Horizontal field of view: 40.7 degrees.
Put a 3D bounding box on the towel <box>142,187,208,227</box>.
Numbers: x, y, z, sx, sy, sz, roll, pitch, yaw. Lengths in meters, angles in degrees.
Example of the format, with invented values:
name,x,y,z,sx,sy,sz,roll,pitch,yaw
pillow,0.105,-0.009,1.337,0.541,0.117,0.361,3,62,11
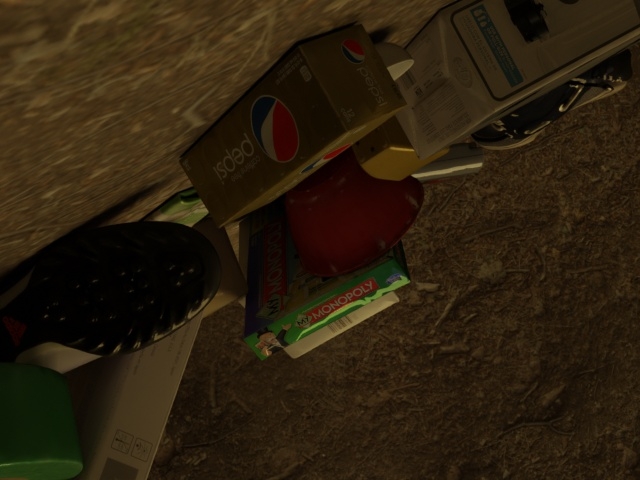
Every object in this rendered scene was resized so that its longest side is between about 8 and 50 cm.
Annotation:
name,x,y,z,sx,sy,sz,roll,pitch,yaw
towel,-0.145,-0.021,0.878,0.152,0.023,0.113,-31,179,41

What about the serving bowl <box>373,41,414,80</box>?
name,x,y,z,sx,sy,sz,roll,pitch,yaw
serving bowl,0.025,-0.119,0.621,0.083,0.027,0.083,-30,179,-1

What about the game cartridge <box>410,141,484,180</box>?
name,x,y,z,sx,sy,sz,roll,pitch,yaw
game cartridge,0.137,-0.116,1.497,0.195,0.060,0.294,-6,179,-13

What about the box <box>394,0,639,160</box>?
name,x,y,z,sx,sy,sz,roll,pitch,yaw
box,0.210,-0.187,0.752,0.289,0.087,0.169,-29,179,-17

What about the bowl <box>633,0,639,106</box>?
name,x,y,z,sx,sy,sz,roll,pitch,yaw
bowl,0.199,-0.165,0.244,0.297,0.134,0.298,-30,179,-1

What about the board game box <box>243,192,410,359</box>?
name,x,y,z,sx,sy,sz,roll,pitch,yaw
board game box,0.000,0.000,1.152,0.213,0.046,0.317,-29,-151,14

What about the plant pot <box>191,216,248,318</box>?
name,x,y,z,sx,sy,sz,roll,pitch,yaw
plant pot,-0.174,0.041,1.075,0.109,0.109,0.096,-30,167,34

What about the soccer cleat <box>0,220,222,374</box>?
name,x,y,z,sx,sy,sz,roll,pitch,yaw
soccer cleat,-0.221,0.063,0.760,0.318,0.109,0.116,-25,-178,15

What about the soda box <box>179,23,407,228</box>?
name,x,y,z,sx,sy,sz,roll,pitch,yaw
soda box,-0.026,-0.072,0.590,0.058,0.061,0.181,-30,179,-37

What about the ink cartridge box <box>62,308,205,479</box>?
name,x,y,z,sx,sy,sz,roll,pitch,yaw
ink cartridge box,-0.240,0.170,0.884,0.261,0.066,0.296,-18,-133,50

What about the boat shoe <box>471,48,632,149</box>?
name,x,y,z,sx,sy,sz,roll,pitch,yaw
boat shoe,0.274,-0.211,1.253,0.158,0.127,0.340,-11,171,-25

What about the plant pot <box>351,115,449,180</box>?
name,x,y,z,sx,sy,sz,roll,pitch,yaw
plant pot,0.075,-0.115,0.946,0.083,0.081,0.081,-10,165,-48

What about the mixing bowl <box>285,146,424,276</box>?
name,x,y,z,sx,sy,sz,roll,pitch,yaw
mixing bowl,0.024,-0.053,1.052,0.181,0.098,0.181,-29,-151,17

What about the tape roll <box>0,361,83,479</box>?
name,x,y,z,sx,sy,sz,roll,pitch,yaw
tape roll,-0.349,0.179,0.654,0.321,0.077,0.321,-16,163,-5

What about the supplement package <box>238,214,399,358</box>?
name,x,y,z,sx,sy,sz,roll,pitch,yaw
supplement package,-0.008,0.031,1.327,0.194,0.149,0.203,-30,-148,15
